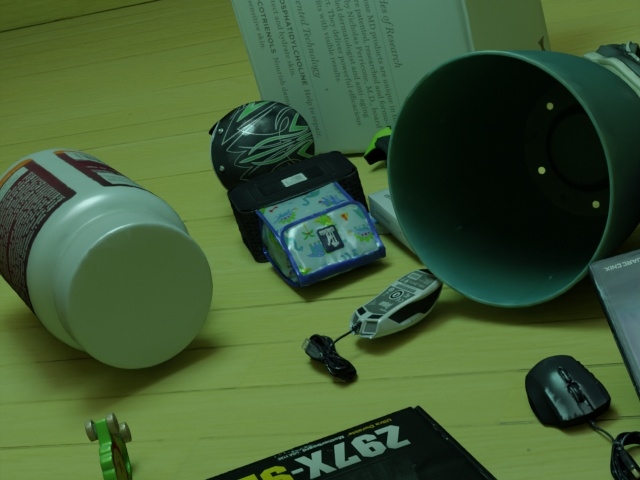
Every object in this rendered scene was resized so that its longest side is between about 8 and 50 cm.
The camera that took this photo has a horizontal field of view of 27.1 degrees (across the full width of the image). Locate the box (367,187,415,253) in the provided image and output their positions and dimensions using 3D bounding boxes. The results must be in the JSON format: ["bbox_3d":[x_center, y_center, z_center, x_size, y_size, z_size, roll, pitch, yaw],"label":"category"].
[{"bbox_3d":[0.177,-0.050,1.796,0.186,0.038,0.145,-19,28,-15],"label":"box"}]

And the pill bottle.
[{"bbox_3d":[-0.300,0.020,1.767,0.224,0.224,0.392,-25,24,-18],"label":"pill bottle"}]

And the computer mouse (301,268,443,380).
[{"bbox_3d":[0.074,0.098,1.571,0.193,0.042,0.106,-32,22,-19],"label":"computer mouse"}]

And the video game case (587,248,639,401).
[{"bbox_3d":[0.383,0.102,1.228,0.196,0.026,0.274,-16,48,4],"label":"video game case"}]

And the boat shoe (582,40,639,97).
[{"bbox_3d":[0.470,-0.231,1.934,0.099,0.116,0.319,-21,18,1],"label":"boat shoe"}]

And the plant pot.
[{"bbox_3d":[0.265,-0.092,1.573,0.293,0.293,0.235,3,15,38],"label":"plant pot"}]

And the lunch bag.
[{"bbox_3d":[0.000,0.000,1.781,0.129,0.096,0.151,-21,38,-14],"label":"lunch bag"}]

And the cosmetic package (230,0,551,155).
[{"bbox_3d":[0.125,-0.354,2.174,0.394,0.327,0.329,-2,28,29],"label":"cosmetic package"}]

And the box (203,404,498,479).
[{"bbox_3d":[0.001,0.272,1.153,0.322,0.079,0.257,-17,21,-15],"label":"box"}]

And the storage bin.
[{"bbox_3d":[-0.032,-0.051,1.917,0.180,0.084,0.122,-22,24,-8],"label":"storage bin"}]

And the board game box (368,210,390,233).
[{"bbox_3d":[0.113,-0.038,1.868,0.090,0.020,0.090,-2,29,31],"label":"board game box"}]

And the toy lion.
[{"bbox_3d":[-0.219,0.238,1.419,0.034,0.096,0.100,-17,-17,-1],"label":"toy lion"}]

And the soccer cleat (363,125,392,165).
[{"bbox_3d":[0.144,-0.129,2.015,0.179,0.060,0.072,12,60,44],"label":"soccer cleat"}]

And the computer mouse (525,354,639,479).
[{"bbox_3d":[0.262,0.169,1.283,0.071,0.041,0.242,-21,24,-10],"label":"computer mouse"}]

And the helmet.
[{"bbox_3d":[-0.092,-0.138,2.054,0.169,0.169,0.161,-22,7,-11],"label":"helmet"}]
